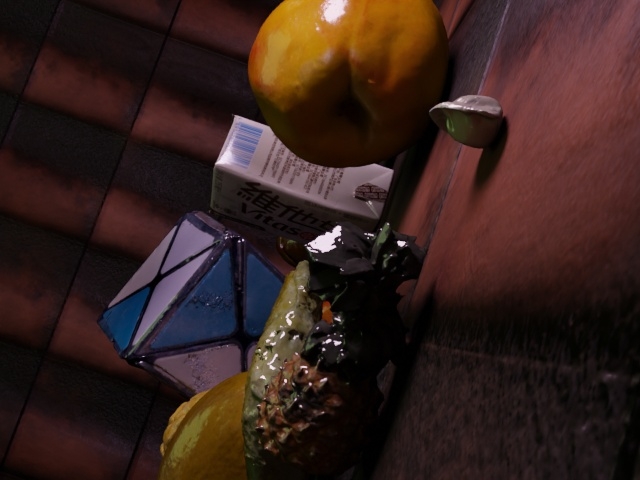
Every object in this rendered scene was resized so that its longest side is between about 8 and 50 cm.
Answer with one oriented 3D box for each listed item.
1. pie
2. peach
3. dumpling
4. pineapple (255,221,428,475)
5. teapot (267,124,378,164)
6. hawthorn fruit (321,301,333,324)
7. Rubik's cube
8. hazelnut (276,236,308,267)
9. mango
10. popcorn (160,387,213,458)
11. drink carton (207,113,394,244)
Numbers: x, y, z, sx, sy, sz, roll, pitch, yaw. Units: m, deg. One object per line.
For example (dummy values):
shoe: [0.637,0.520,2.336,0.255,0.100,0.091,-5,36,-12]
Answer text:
pie: [-0.038,0.187,0.887,0.323,0.071,0.322,3,-90,-87]
peach: [0.050,-0.256,1.089,0.307,0.289,0.289,-81,8,-45]
dumpling: [0.119,-0.099,0.609,0.077,0.060,0.043,-65,-16,-72]
pineapple: [0.022,0.092,0.663,0.119,0.111,0.237,-5,-62,-63]
teapot: [-0.001,-0.231,1.570,0.223,0.285,0.305,-57,0,-33]
hawthorn fruit: [0.027,0.116,1.020,0.077,0.077,0.077,-161,90,-89]
Rubik's cube: [-0.209,0.155,1.448,0.307,0.305,0.310,-49,29,-9]
hazelnut: [0.000,0.000,1.839,0.208,0.208,0.208,-161,90,-89]
mango: [-0.135,0.332,1.079,0.331,0.195,0.142,-50,-14,0]
popcorn: [-0.145,0.370,1.239,0.190,0.250,0.250,-20,45,54]
drink carton: [-0.046,-0.093,1.429,0.194,0.325,0.132,111,177,-63]
